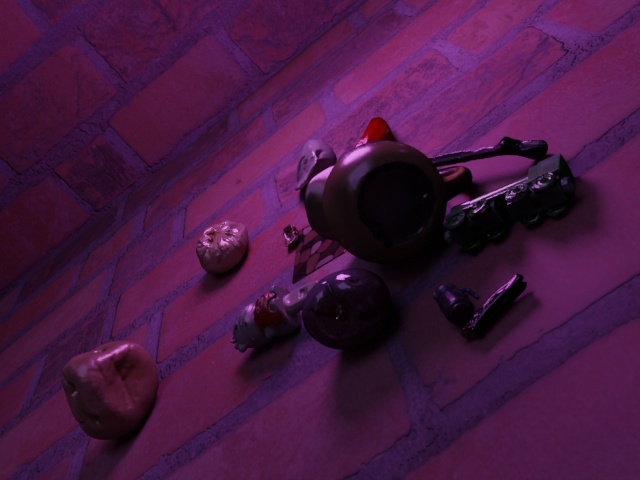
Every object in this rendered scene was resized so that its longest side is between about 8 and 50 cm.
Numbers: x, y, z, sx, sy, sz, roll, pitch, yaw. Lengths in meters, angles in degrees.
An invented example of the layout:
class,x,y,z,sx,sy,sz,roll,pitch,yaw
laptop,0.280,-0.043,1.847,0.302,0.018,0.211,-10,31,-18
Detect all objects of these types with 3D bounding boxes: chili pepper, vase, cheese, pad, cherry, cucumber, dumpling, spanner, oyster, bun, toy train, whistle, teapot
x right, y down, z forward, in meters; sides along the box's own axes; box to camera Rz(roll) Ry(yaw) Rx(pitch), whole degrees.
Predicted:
class,x,y,z,sx,sy,sz,roll,pitch,yaw
chili pepper,0.125,-0.224,1.964,0.137,0.092,0.368,-45,8,44
vase,0.152,-0.090,1.560,0.329,0.241,0.302,-16,7,-11
cheese,-0.483,0.336,1.767,0.117,0.218,0.235,-25,50,40
pad,0.000,0.000,1.850,0.158,0.003,0.235,-32,25,21
cherry,0.048,0.124,1.410,0.176,0.140,0.176,-31,2,1
cucumber,0.275,0.106,1.220,0.135,0.033,0.034,-46,30,-6
dumpling,-0.010,-0.201,2.109,0.108,0.153,0.219,9,19,5
spanner,0.316,-0.173,1.552,0.325,0.093,0.026,-5,73,50
oyster,-0.075,-0.014,1.949,0.051,0.034,0.093,-57,26,24
bun,-0.273,0.012,2.108,0.164,0.111,0.188,-34,22,10
toy train,0.335,-0.066,1.372,0.251,0.085,0.119,-24,24,31
whistle,-0.098,0.157,1.621,0.253,0.106,0.102,-31,67,22
teapot,0.228,0.100,1.281,0.063,0.049,0.083,-39,24,7
